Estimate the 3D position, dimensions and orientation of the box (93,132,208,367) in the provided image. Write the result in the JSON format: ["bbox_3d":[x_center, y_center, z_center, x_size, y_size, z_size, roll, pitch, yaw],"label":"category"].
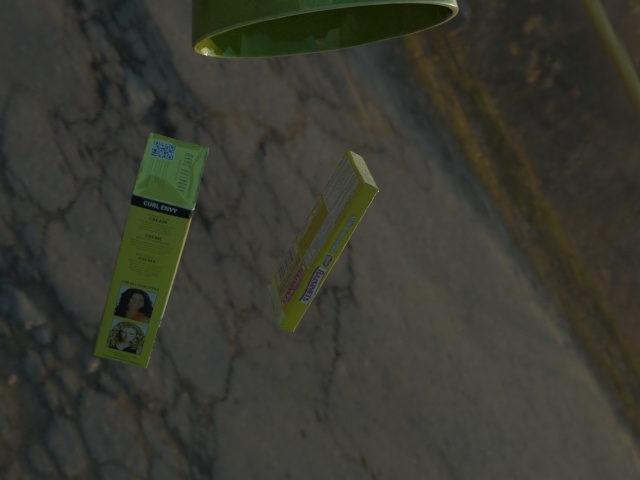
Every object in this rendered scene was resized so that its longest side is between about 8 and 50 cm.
[{"bbox_3d":[-0.160,0.014,1.201,0.058,0.232,0.087,14,46,-7],"label":"box"}]

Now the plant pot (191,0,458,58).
[{"bbox_3d":[-0.014,-0.357,1.322,0.275,0.275,0.293,-8,90,-68],"label":"plant pot"}]

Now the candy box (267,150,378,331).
[{"bbox_3d":[0.000,0.000,1.535,0.027,0.205,0.105,23,20,-22],"label":"candy box"}]
